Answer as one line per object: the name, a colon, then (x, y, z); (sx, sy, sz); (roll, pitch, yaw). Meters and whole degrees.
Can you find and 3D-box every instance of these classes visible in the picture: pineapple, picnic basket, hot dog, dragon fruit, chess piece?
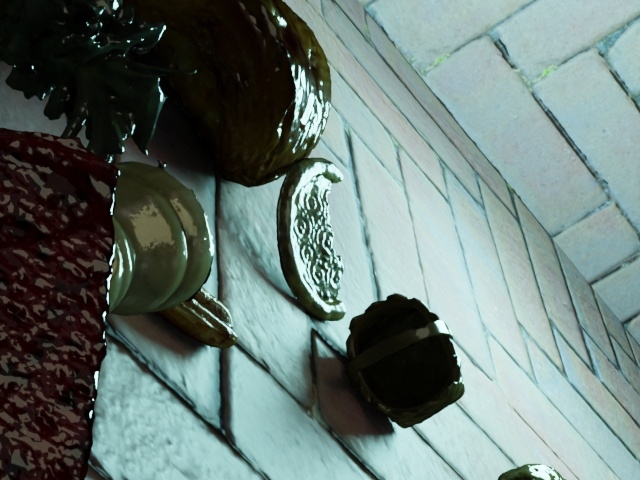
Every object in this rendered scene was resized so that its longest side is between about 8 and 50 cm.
pineapple: (-0.225, -0.184, 1.248); (0.169, 0.169, 0.340); (36, 13, -48)
picnic basket: (0.089, 0.129, 1.682); (0.138, 0.128, 0.178); (61, 8, 19)
hot dog: (-0.096, -0.201, 1.720); (0.267, 0.174, 0.387); (60, 8, 2)
hot dog: (-0.126, 0.059, 1.382); (0.144, 0.038, 0.062); (43, 19, -44)
dragon fruit: (-0.249, 0.067, 0.889); (0.205, 0.152, 0.317); (27, 44, -25)
chess piece: (-0.211, 0.021, 1.124); (0.137, 0.137, 0.301); (58, 28, 5)

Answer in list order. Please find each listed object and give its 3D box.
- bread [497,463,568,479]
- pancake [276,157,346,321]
bread: (0.274, 0.375, 1.761); (0.230, 0.123, 0.230); (46, 16, -17)
pancake: (0.000, 0.000, 1.740); (0.184, 0.020, 0.191); (-47, 123, -54)
